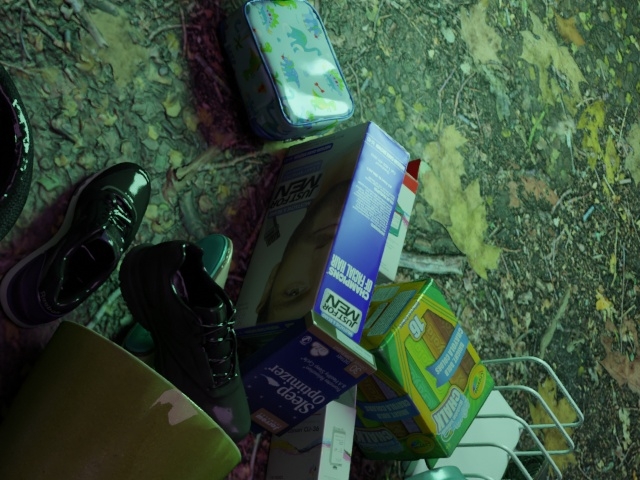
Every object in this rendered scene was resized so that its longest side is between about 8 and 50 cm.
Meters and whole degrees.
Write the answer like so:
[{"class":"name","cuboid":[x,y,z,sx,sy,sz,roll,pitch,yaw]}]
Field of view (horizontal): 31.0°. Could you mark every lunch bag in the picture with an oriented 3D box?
[{"class":"lunch bag","cuboid":[-0.049,-0.265,1.791,0.176,0.090,0.219,-16,82,-44]}]

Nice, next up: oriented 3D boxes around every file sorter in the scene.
[{"class":"file sorter","cuboid":[0.311,0.357,1.974,0.193,0.173,0.277,53,48,-24]}]

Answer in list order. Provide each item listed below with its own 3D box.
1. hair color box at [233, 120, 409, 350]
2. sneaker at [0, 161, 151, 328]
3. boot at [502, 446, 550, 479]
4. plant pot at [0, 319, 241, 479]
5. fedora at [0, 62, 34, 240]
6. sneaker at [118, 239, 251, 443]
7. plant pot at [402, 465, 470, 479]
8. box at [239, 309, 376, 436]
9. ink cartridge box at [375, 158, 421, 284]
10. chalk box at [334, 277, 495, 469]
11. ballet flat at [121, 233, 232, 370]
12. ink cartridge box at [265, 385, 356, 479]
[{"class":"hair color box","cuboid":[0.000,0.000,1.729,0.110,0.185,0.338,35,57,-34]},{"class":"sneaker","cuboid":[-0.281,0.002,1.486,0.107,0.124,0.283,52,49,-25]},{"class":"boot","cuboid":[0.406,0.502,2.094,0.208,0.076,0.189,41,79,-24]},{"class":"plant pot","cuboid":[-0.288,0.293,1.346,0.275,0.275,0.293,48,68,-27]},{"class":"fedora","cuboid":[-0.493,-0.099,1.272,0.334,0.152,0.334,10,75,-40]},{"class":"sneaker","cuboid":[-0.156,0.130,1.470,0.109,0.130,0.286,-32,100,-44]},{"class":"plant pot","cuboid":[0.174,0.468,1.763,0.293,0.293,0.196,2,53,-45]},{"class":"box","cuboid":[-0.050,0.200,1.616,0.136,0.225,0.036,38,26,-33]},{"class":"ink cartridge box","cuboid":[0.072,-0.041,1.848,0.078,0.134,0.231,36,57,-35]},{"class":"chalk box","cuboid":[0.140,0.231,1.823,0.289,0.179,0.180,56,48,-21]},{"class":"ballet flat","cuboid":[-0.193,0.096,1.600,0.086,0.086,0.248,54,50,-23]},{"class":"ink cartridge box","cuboid":[-0.015,0.301,1.697,0.067,0.115,0.198,26,63,-39]}]
